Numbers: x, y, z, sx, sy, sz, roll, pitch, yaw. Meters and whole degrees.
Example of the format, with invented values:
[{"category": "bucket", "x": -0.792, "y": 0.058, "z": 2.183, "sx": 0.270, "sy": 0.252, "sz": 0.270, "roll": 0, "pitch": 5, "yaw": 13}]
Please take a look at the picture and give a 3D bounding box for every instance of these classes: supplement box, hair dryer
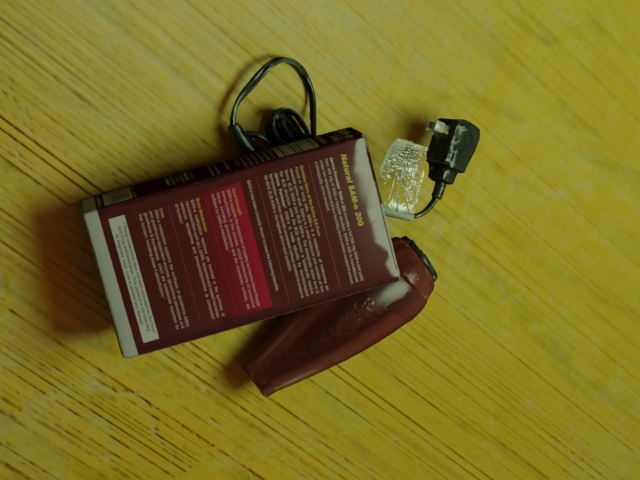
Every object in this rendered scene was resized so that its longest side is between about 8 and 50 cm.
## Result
[{"category": "supplement box", "x": -0.067, "y": -0.001, "z": 1.462, "sx": 0.239, "sy": 0.073, "sz": 0.130, "roll": -15, "pitch": 103, "yaw": -6}, {"category": "hair dryer", "x": 0.000, "y": 0.000, "z": 1.552, "sx": 0.224, "sy": 0.080, "sz": 0.293, "roll": 14, "pitch": 95, "yaw": -13}]
